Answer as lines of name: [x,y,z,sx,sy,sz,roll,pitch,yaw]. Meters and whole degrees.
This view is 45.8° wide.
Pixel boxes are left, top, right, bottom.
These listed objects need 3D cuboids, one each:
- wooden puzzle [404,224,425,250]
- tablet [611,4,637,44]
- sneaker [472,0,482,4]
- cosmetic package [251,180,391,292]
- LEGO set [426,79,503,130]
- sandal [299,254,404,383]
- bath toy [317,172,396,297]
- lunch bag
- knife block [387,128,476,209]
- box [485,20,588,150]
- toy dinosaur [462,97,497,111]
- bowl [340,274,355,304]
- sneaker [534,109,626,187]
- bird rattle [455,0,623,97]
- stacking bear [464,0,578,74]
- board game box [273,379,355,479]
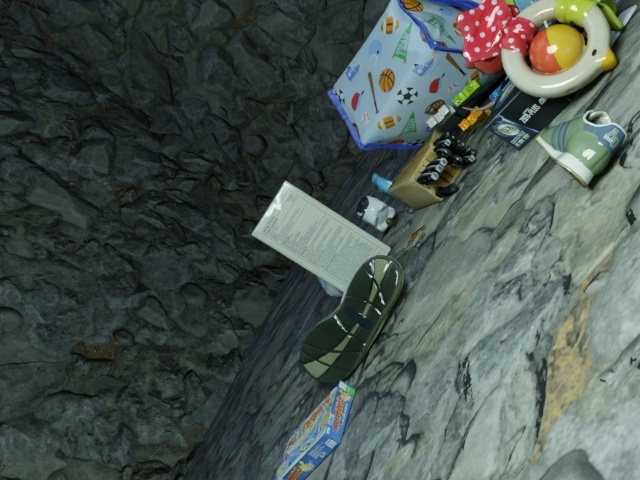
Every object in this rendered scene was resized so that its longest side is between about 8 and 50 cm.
wooden puzzle: [0.206,-0.003,1.668,0.049,0.006,0.083,-60,6,-25]
tablet: [0.474,-0.338,1.219,0.083,0.006,0.054,-57,5,-1]
sneaker: [0.473,-0.600,1.956,0.323,0.130,0.236,-51,-19,-13]
cosmetic package: [0.000,0.000,1.874,0.160,0.309,0.113,-57,5,0]
LEGO set: [0.353,-0.306,1.661,0.227,0.087,0.093,-43,-15,27]
sandal: [0.074,0.163,1.490,0.303,0.120,0.086,-53,-21,16]
bath toy: [0.099,-0.012,2.022,0.348,0.129,0.151,-59,-37,-3]
lunch bag: [0.265,-0.391,1.786,0.385,0.239,0.328,-4,-33,-37]
knife block: [0.238,-0.131,1.688,0.276,0.088,0.242,-52,7,37]
box: [0.378,-0.272,1.317,0.180,0.077,0.147,-61,6,-35]
toy dinosaur: [0.383,-0.294,1.510,0.211,0.064,0.112,-34,8,23]
bowl: [0.095,0.115,1.750,0.142,0.053,0.142,-56,5,29]
sneaker: [0.339,-0.129,0.975,0.086,0.064,0.192,-48,8,16]
bird rattle: [0.346,-0.318,1.167,0.253,0.207,0.143,-18,-25,16]
stacking bear: [0.390,-0.426,1.451,0.175,0.164,0.289,-38,2,-38]
board game box: [-0.014,0.363,1.379,0.201,0.035,0.136,-54,7,33]
